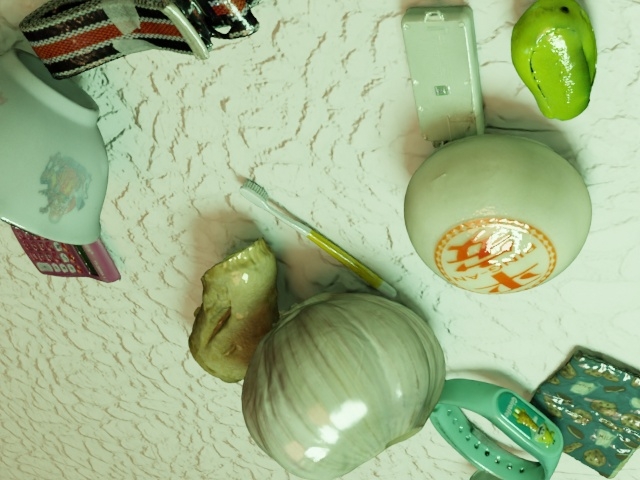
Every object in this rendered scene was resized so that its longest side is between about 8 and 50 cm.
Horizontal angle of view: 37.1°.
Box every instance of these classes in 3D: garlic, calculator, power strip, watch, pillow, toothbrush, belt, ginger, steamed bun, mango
[{"bbox_3d":[0.027,0.201,1.404,0.259,0.317,0.317,59,141,19],"label":"garlic"},{"bbox_3d":[-0.435,0.014,1.630,0.190,0.034,0.127,4,135,30],"label":"calculator"},{"bbox_3d":[0.149,-0.194,1.139,0.081,0.035,0.192,3,133,22],"label":"power strip"},{"bbox_3d":[0.278,0.303,1.527,0.237,0.068,0.195,38,150,-8],"label":"watch"},{"bbox_3d":[0.424,0.270,1.472,0.189,0.034,0.255,26,140,3],"label":"pillow"},{"bbox_3d":[0.000,0.000,1.416,0.288,0.024,0.021,36,139,-13],"label":"toothbrush"},{"bbox_3d":[-0.230,-0.278,1.186,0.359,0.126,0.094,-2,141,35],"label":"belt"},{"bbox_3d":[-0.131,0.118,1.515,0.190,0.126,0.354,40,146,25],"label":"ginger"},{"bbox_3d":[0.214,-0.015,1.178,0.231,0.145,0.232,10,145,7],"label":"steamed bun"},{"bbox_3d":[0.259,-0.200,1.055,0.091,0.074,0.165,0,144,18],"label":"mango"}]

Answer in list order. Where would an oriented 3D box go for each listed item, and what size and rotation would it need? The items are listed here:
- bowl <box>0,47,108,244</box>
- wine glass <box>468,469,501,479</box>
[{"bbox_3d":[-0.404,-0.158,1.303,0.345,0.345,0.157,37,100,-12],"label":"bowl"},{"bbox_3d":[0.287,0.504,1.718,0.103,0.103,0.231,19,141,8],"label":"wine glass"}]
